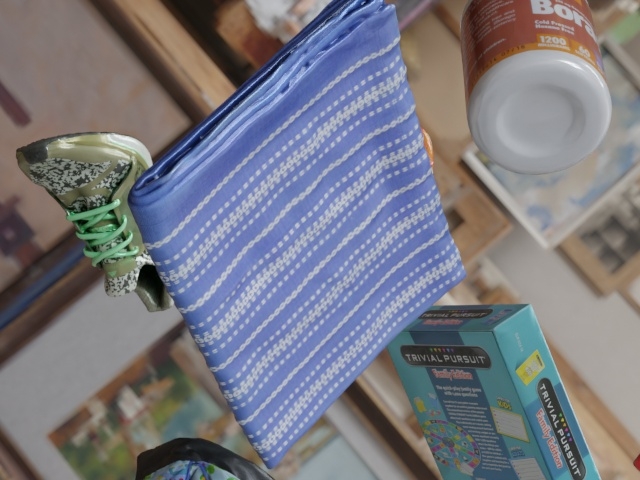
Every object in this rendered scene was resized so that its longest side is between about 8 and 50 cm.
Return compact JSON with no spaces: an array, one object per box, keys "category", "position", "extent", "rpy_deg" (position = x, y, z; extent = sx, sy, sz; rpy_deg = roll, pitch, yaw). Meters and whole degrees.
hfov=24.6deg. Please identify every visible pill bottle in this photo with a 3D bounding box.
[{"category":"pill bottle","position":[0.184,-0.165,1.294],"extent":[0.121,0.121,0.216],"rpy_deg":[-50,-158,32]}]

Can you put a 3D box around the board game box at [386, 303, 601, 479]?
[{"category":"board game box","position":[0.241,0.252,2.013],"extent":[0.079,0.336,0.254],"rpy_deg":[-30,-166,-31]}]

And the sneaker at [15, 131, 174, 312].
[{"category":"sneaker","position":[-0.286,-0.018,2.076],"extent":[0.158,0.182,0.410],"rpy_deg":[-15,152,19]}]

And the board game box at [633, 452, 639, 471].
[{"category":"board game box","position":[0.555,0.233,1.627],"extent":[0.086,0.308,0.302],"rpy_deg":[-3,129,-53]}]

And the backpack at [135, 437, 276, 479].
[{"category":"backpack","position":[-0.107,0.422,1.631],"extent":[0.273,0.290,0.355],"rpy_deg":[-27,-154,39]}]

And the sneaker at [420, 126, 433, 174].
[{"category":"sneaker","position":[0.103,-0.058,1.849],"extent":[0.067,0.064,0.175],"rpy_deg":[-56,161,-82]}]

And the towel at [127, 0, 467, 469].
[{"category":"towel","position":[0.000,0.000,1.081],"extent":[0.243,0.040,0.336],"rpy_deg":[-44,142,-20]}]
